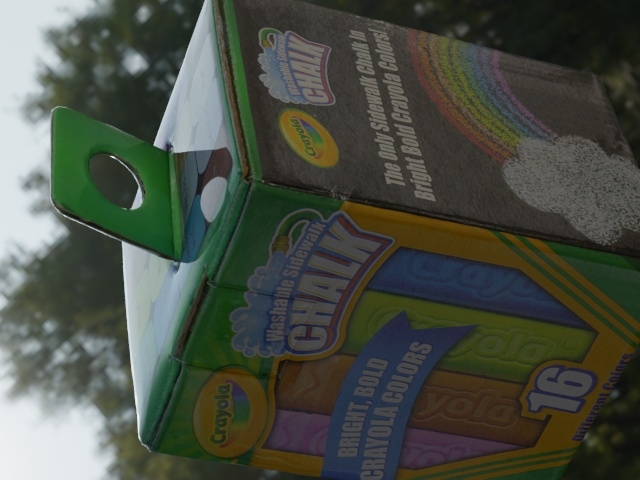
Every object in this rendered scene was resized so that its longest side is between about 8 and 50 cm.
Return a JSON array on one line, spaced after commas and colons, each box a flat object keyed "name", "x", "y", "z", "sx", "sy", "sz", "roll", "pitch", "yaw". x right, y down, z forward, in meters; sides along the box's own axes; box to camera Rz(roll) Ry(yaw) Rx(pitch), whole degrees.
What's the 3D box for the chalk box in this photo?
[{"name": "chalk box", "x": 0.000, "y": 0.000, "z": 0.650, "sx": 0.213, "sy": 0.132, "sz": 0.132, "roll": 11, "pitch": -144, "yaw": -16}]
